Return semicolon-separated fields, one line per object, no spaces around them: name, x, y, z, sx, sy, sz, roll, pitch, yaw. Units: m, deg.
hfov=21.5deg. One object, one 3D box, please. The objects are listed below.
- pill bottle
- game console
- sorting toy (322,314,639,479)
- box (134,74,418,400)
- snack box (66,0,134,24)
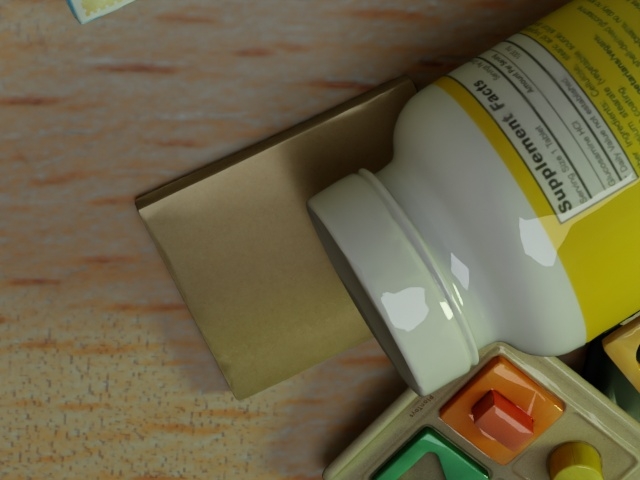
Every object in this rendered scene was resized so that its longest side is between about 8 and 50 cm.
pill bottle;0.168;-0.047;1.041;0.334;0.188;0.188;-30;115;-4
game console;0.226;0.128;1.238;0.122;0.071;0.107;22;76;-20
sorting toy;0.129;0.165;1.179;0.196;0.047;0.348;36;112;-18
box;0.000;0.000;1.133;0.201;0.021;0.164;-25;115;0
snack box;-0.037;-0.278;0.987;0.322;0.060;0.187;-24;115;-1
